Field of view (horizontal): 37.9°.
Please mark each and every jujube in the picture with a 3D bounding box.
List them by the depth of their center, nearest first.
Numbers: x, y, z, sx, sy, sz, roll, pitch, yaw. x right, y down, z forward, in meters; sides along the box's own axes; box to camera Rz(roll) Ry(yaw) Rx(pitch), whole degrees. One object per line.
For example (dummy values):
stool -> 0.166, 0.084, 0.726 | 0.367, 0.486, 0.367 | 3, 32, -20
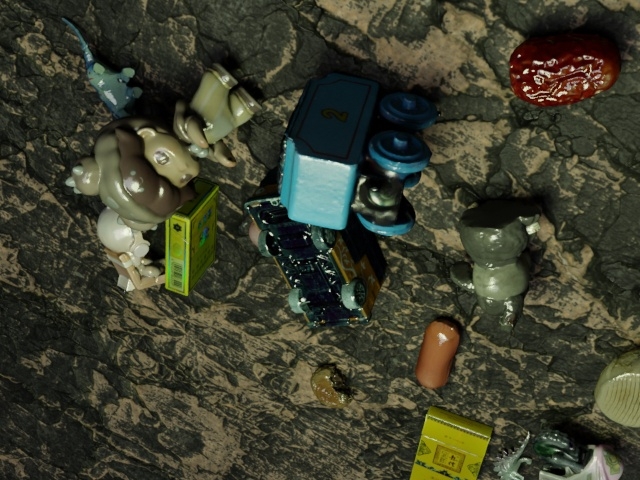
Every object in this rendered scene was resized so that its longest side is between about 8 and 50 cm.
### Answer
jujube -> 0.395, -0.278, 1.512 | 0.176, 0.109, 0.112 | -1, 158, 24

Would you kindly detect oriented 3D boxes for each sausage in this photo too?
sausage -> 0.251, 0.246, 2.003 | 0.077, 0.077, 0.194 | 18, 131, 13

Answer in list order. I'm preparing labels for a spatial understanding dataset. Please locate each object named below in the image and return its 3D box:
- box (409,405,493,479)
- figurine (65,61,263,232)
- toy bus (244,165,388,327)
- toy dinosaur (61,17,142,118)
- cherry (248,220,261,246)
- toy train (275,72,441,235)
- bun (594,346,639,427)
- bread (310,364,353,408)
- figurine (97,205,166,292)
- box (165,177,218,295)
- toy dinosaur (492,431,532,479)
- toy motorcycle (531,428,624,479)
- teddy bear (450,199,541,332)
box -> 0.304, 0.516, 2.206 | 0.153, 0.041, 0.279 | 19, 131, 14
figurine -> -0.296, -0.182, 1.810 | 0.380, 0.203, 0.248 | -39, 143, 8
toy bus -> 0.000, 0.000, 1.860 | 0.162, 0.194, 0.323 | -7, 124, 31
toy dinosaur -> -0.419, -0.310, 1.905 | 0.144, 0.076, 0.329 | 16, 140, 56
cherry -> -0.100, -0.022, 1.962 | 0.106, 0.087, 0.126 | 10, 131, 14
toy train -> 0.061, -0.152, 1.642 | 0.265, 0.300, 0.188 | 13, 129, 3
bun -> 0.622, 0.276, 1.818 | 0.166, 0.113, 0.173 | 31, 131, -8
bread -> 0.023, 0.343, 2.197 | 0.082, 0.060, 0.113 | -16, 114, 34
figurine -> -0.426, -0.005, 2.112 | 0.162, 0.141, 0.237 | 20, 131, 57
box -> -0.280, -0.008, 2.025 | 0.064, 0.141, 0.220 | 21, 132, 12
toy dinosaur -> 0.440, 0.509, 2.132 | 0.082, 0.039, 0.209 | 22, 130, 12
toy motorcycle -> 0.559, 0.527, 2.022 | 0.188, 0.143, 0.327 | 5, 134, 23
teddy bear -> 0.330, 0.033, 1.770 | 0.171, 0.144, 0.251 | 24, 134, 36
